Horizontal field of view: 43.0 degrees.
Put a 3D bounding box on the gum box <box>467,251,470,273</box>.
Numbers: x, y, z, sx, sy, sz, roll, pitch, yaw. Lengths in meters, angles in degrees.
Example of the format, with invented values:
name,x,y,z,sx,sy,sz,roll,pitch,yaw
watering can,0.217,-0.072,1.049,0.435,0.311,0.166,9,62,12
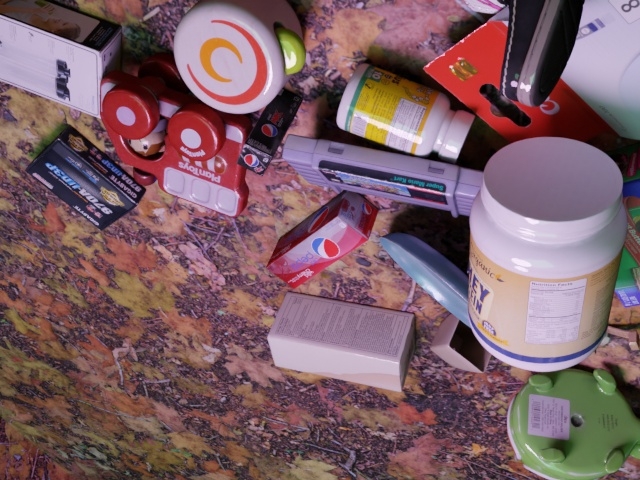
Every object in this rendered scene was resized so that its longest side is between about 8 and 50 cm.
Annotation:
name,x,y,z,sx,sy,sz,roll,pitch,yaw
gum box,0.349,0.056,1.510,0.041,0.157,0.184,-30,117,37

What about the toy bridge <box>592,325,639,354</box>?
name,x,y,z,sx,sy,sz,roll,pitch,yaw
toy bridge,0.551,0.203,1.650,0.188,0.063,0.026,-14,127,35

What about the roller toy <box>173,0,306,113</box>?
name,x,y,z,sx,sy,sz,roll,pitch,yaw
roller toy,-0.132,-0.322,1.334,0.209,0.146,0.191,37,130,-7

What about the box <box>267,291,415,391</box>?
name,x,y,z,sx,sy,sz,roll,pitch,yaw
box,0.051,0.229,1.857,0.311,0.148,0.121,10,139,18

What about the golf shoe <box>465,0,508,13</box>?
name,x,y,z,sx,sy,sz,roll,pitch,yaw
golf shoe,0.223,-0.368,1.174,0.186,0.067,0.086,24,142,-1

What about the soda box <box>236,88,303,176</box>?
name,x,y,z,sx,sy,sz,roll,pitch,yaw
soda box,-0.088,-0.194,1.435,0.053,0.169,0.060,27,140,-4

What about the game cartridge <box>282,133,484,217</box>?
name,x,y,z,sx,sy,sz,roll,pitch,yaw
game cartridge,0.125,-0.106,1.428,0.355,0.068,0.230,13,179,13

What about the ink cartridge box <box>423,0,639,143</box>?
name,x,y,z,sx,sy,sz,roll,pitch,yaw
ink cartridge box,0.387,-0.236,1.182,0.308,0.091,0.385,33,139,-28

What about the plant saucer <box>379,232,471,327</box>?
name,x,y,z,sx,sy,sz,roll,pitch,yaw
plant saucer,0.245,0.086,1.566,0.317,0.044,0.317,43,176,4

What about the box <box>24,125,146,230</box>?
name,x,y,z,sx,sy,sz,roll,pitch,yaw
box,-0.521,-0.133,1.801,0.220,0.051,0.175,42,137,-22

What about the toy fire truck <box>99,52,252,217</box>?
name,x,y,z,sx,sy,sz,roll,pitch,yaw
toy fire truck,-0.269,-0.184,1.502,0.302,0.169,0.254,19,129,7

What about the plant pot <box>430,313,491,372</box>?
name,x,y,z,sx,sy,sz,roll,pitch,yaw
plant pot,0.304,0.220,1.763,0.109,0.109,0.096,38,151,-16

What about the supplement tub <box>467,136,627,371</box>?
name,x,y,z,sx,sy,sz,roll,pitch,yaw
supplement tub,0.343,0.023,1.250,0.228,0.228,0.316,8,135,17

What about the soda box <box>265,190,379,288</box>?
name,x,y,z,sx,sy,sz,roll,pitch,yaw
soda box,0.000,0.000,1.667,0.083,0.092,0.263,37,138,-17

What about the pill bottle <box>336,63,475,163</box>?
name,x,y,z,sx,sy,sz,roll,pitch,yaw
pill bottle,0.143,-0.204,1.343,0.208,0.118,0.118,23,141,8

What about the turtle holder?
name,x,y,z,sx,sy,sz,roll,pitch,yaw
turtle holder,0.561,0.401,1.769,0.320,0.243,0.227,-18,156,-11

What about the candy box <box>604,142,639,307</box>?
name,x,y,z,sx,sy,sz,roll,pitch,yaw
candy box,0.599,-0.042,1.312,0.317,0.122,0.268,-18,124,37

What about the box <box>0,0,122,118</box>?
name,x,y,z,sx,sy,sz,roll,pitch,yaw
box,-0.522,-0.360,1.523,0.289,0.087,0.169,21,140,4

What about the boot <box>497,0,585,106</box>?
name,x,y,z,sx,sy,sz,roll,pitch,yaw
boot,0.188,-0.362,1.012,0.284,0.378,0.138,11,178,22
